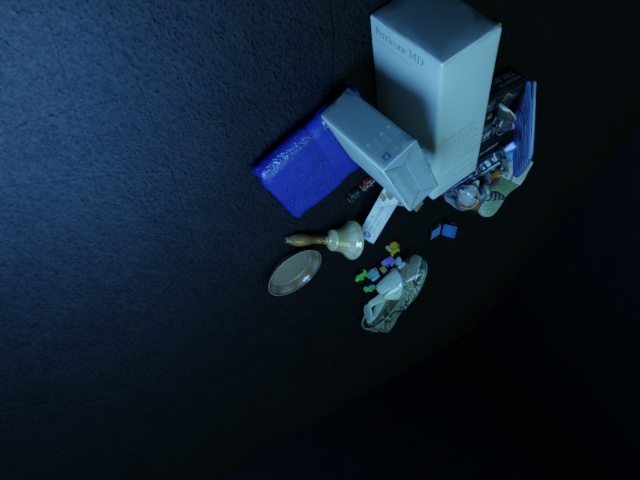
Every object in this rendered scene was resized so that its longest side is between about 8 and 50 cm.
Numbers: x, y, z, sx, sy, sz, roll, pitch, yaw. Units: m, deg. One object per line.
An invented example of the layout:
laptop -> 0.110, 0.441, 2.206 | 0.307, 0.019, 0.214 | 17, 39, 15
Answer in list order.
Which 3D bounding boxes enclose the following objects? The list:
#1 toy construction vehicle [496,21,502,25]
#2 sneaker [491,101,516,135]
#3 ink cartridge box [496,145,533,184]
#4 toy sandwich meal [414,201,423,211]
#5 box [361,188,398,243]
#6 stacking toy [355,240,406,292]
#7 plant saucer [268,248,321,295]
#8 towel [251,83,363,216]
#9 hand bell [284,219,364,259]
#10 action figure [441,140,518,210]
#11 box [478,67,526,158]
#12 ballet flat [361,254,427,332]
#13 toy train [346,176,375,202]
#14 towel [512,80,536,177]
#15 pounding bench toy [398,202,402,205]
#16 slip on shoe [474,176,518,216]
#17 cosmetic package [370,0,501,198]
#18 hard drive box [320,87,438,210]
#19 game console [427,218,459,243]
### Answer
toy construction vehicle -> 0.436, -0.542, 1.261 | 0.098, 0.035, 0.086 | -28, 137, -27
sneaker -> 0.565, -0.369, 1.472 | 0.065, 0.061, 0.158 | -40, 150, 12
ink cartridge box -> 0.763, -0.289, 1.867 | 0.180, 0.060, 0.104 | 16, 108, -29
toy sandwich meal -> 0.357, -0.143, 1.701 | 0.086, 0.029, 0.085 | -29, 149, -20
box -> 0.212, -0.128, 1.476 | 0.067, 0.063, 0.324 | -57, 175, -49
stacking toy -> 0.239, 0.111, 1.893 | 0.221, 0.052, 0.167 | -39, 149, -1
plant saucer -> -0.087, 0.093, 1.495 | 0.199, 0.036, 0.198 | -29, 150, -19
towel -> -0.002, -0.214, 1.154 | 0.308, 0.076, 0.227 | -41, 144, 1
hand bell -> 0.000, 0.000, 1.430 | 0.242, 0.126, 0.126 | -1, 133, -33
action figure -> 0.590, -0.202, 1.683 | 0.341, 0.178, 0.330 | -35, 174, 41
box -> 0.498, -0.368, 1.527 | 0.296, 0.073, 0.293 | -30, 148, -18
ballet flat -> 0.297, 0.254, 2.062 | 0.182, 0.164, 0.482 | -4, 138, -25
toy train -> 0.141, -0.172, 1.416 | 0.158, 0.027, 0.036 | -39, 140, -2
towel -> 0.662, -0.350, 1.551 | 0.336, 0.040, 0.243 | 9, 82, -73
pounding bench toy -> 0.239, -0.151, 1.529 | 0.083, 0.052, 0.065 | 7, 135, -12
slip on shoe -> 0.748, -0.238, 1.976 | 0.331, 0.101, 0.123 | -49, 116, -8
cosmetic package -> 0.263, -0.332, 1.137 | 0.161, 0.230, 0.453 | -35, 149, -10
hard drive box -> 0.127, -0.196, 1.025 | 0.089, 0.232, 0.181 | -43, 145, 3
game console -> 0.521, -0.027, 2.008 | 0.107, 0.071, 0.122 | -33, 149, -14
